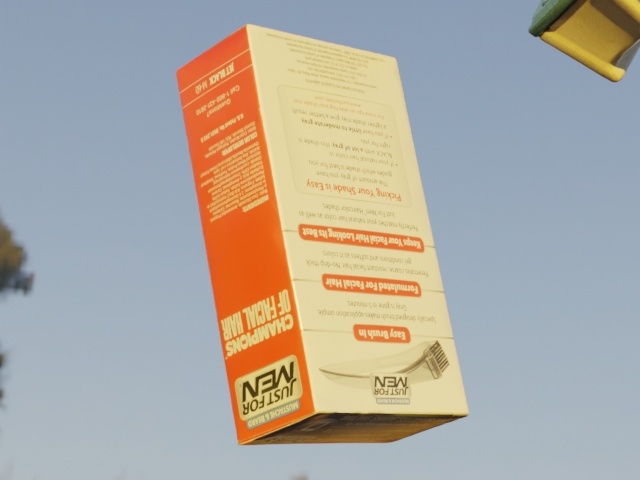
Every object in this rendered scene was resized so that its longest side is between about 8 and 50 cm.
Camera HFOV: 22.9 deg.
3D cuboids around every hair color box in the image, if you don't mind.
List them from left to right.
[{"bbox_3d":[0.000,0.000,0.674,0.093,0.167,0.053,7,-25,-43],"label":"hair color box"}]

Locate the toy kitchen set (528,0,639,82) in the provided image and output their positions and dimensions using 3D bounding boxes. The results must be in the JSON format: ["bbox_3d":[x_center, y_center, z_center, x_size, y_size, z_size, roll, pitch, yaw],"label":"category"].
[{"bbox_3d":[0.203,-0.228,0.934,0.122,0.207,0.166,36,-28,-5],"label":"toy kitchen set"}]
